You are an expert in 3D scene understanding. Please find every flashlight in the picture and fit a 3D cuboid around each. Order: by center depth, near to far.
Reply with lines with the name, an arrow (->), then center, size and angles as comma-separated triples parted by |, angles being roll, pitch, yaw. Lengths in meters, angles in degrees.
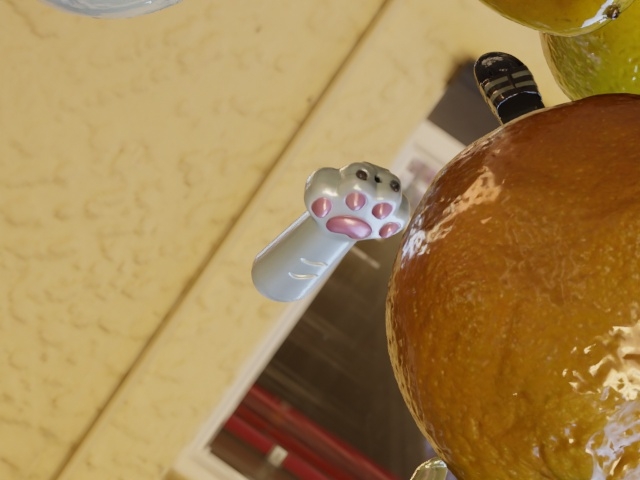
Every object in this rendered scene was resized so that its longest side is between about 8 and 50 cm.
flashlight -> 0.000, 0.000, 1.127 | 0.093, 0.200, 0.047 | 18, -126, -22

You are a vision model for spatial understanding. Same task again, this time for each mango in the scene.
mango -> 0.149, -0.200, 0.898 | 0.161, 0.103, 0.076 | 28, -158, 33

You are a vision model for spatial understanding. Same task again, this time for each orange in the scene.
orange -> 0.164, 0.044, 0.768 | 0.264, 0.264, 0.264 | 33, -167, -8

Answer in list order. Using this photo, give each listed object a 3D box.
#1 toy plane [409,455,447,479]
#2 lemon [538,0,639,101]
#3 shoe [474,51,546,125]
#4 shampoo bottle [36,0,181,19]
toy plane -> 0.063, 0.247, 0.809 | 0.256, 0.104, 0.242 | -11, -129, -10
lemon -> 0.300, -0.213, 1.120 | 0.236, 0.236, 0.263 | 54, 170, 55
shoe -> 0.263, -0.178, 1.725 | 0.049, 0.071, 0.179 | 57, -172, -76
shampoo bottle -> -0.205, -0.373, 1.152 | 0.322, 0.322, 0.317 | 47, 173, 43
